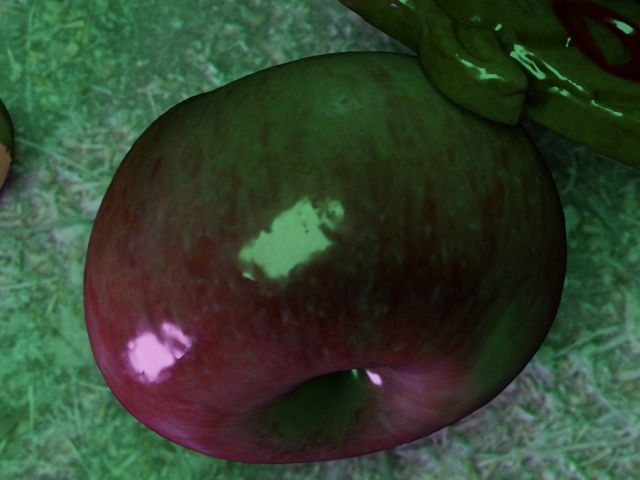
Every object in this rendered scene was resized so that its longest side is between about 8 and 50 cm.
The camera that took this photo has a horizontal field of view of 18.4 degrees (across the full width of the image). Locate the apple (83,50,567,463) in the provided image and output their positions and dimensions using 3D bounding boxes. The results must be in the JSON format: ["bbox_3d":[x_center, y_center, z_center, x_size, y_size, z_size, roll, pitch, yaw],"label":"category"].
[{"bbox_3d":[0.000,0.000,1.399,0.344,0.345,0.269,-15,61,6],"label":"apple"}]

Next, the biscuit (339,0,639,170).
[{"bbox_3d":[0.151,-0.160,1.411,0.367,0.314,0.063,32,116,11],"label":"biscuit"}]

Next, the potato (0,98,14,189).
[{"bbox_3d":[-0.299,-0.063,1.587,0.172,0.089,0.101,-48,51,30],"label":"potato"}]
